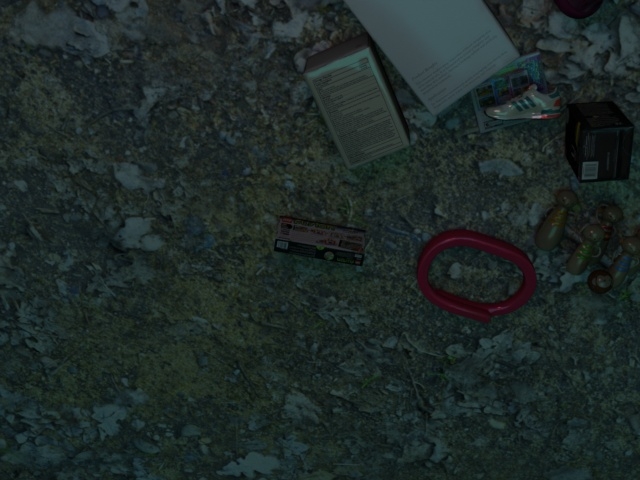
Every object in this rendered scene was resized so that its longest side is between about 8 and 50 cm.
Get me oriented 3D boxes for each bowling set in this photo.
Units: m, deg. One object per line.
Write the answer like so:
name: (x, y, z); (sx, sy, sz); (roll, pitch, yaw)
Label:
bowling set: (0.644, 0.018, 1.770); (0.286, 0.200, 0.154); (15, 118, -9)

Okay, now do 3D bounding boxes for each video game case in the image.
video game case: (0.402, -0.315, 1.694); (0.157, 0.019, 0.143); (-14, 117, 12)

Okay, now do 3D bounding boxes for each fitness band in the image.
fitness band: (0.373, 0.085, 1.903); (0.290, 0.054, 0.209); (18, 116, -8)

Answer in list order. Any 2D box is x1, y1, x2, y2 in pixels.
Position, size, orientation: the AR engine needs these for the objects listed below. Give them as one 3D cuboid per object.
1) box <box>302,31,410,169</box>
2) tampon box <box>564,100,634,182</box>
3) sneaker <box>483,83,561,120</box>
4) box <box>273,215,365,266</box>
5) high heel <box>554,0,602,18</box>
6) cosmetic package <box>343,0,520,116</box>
box: (0.078, -0.292, 1.663); (0.148, 0.127, 0.232); (-20, 116, 14)
tampon box: (0.578, -0.208, 1.661); (0.101, 0.161, 0.121); (-3, 118, 5)
sneaker: (0.425, -0.292, 1.670); (0.161, 0.057, 0.075); (0, 102, 5)
box: (0.000, 0.000, 1.838); (0.206, 0.114, 0.036); (10, 119, -2)
high heel: (0.422, -0.594, 1.514); (0.127, 0.181, 0.377); (-27, 93, 0)
cosmetic package: (0.191, -0.464, 1.548); (0.217, 0.156, 0.385); (-33, 111, 19)
